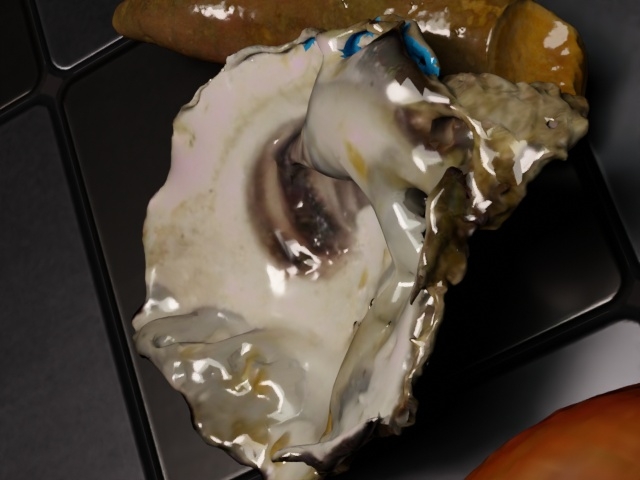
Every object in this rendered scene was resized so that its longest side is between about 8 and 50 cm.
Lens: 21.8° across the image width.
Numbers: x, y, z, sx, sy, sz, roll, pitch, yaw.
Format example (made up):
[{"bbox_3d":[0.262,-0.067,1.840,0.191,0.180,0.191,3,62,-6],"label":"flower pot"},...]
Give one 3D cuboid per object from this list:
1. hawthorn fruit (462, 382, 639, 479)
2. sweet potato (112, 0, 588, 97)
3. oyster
[{"bbox_3d":[0.131,0.200,0.516,0.277,0.277,0.298,44,107,31],"label":"hawthorn fruit"},{"bbox_3d":[0.011,-0.103,0.770,0.244,0.077,0.077,16,83,29],"label":"sweet potato"},{"bbox_3d":[0.000,0.000,0.729,0.223,0.083,0.214,37,109,45],"label":"oyster"}]
